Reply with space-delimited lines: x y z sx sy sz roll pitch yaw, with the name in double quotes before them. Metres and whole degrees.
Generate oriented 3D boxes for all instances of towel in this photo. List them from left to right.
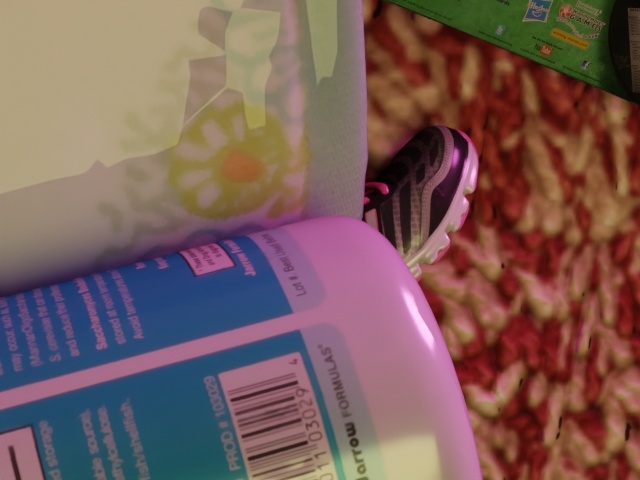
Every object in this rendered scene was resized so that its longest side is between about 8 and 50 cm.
"towel" -0.149 -0.147 0.448 0.320 0.090 0.374 -10 109 -16

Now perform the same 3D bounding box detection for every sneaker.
"sneaker" 0.000 0.000 0.637 0.170 0.063 0.075 -46 107 -10

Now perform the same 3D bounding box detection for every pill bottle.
"pill bottle" -0.091 0.089 0.455 0.264 0.146 0.146 -14 110 -12

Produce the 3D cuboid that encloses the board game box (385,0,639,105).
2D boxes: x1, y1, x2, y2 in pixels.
"board game box" 0.161 -0.132 0.665 0.259 0.030 0.136 18 114 -26
